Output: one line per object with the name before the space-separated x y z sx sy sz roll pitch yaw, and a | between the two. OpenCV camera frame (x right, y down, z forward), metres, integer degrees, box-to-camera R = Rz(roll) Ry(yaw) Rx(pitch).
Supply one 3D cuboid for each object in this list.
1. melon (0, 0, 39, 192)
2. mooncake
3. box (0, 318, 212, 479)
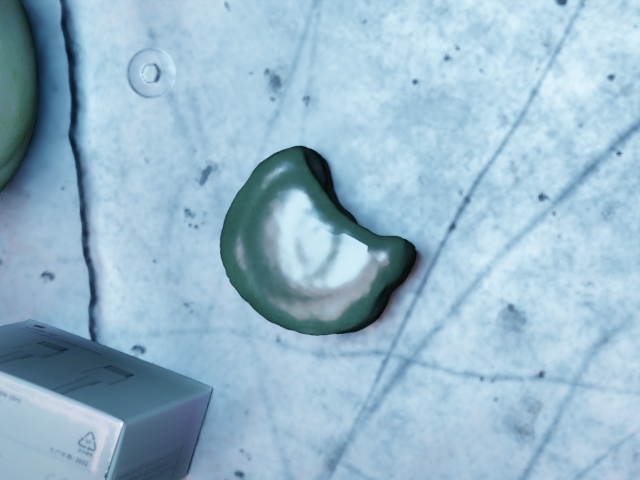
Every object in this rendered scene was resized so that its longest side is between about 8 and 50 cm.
melon | -0.393 -0.165 1.790 0.268 0.268 0.330 -39 63 14
mooncake | 0.000 0.000 1.780 0.168 0.104 0.175 -16 88 19
box | -0.236 0.157 1.778 0.203 0.251 0.106 18 96 14
